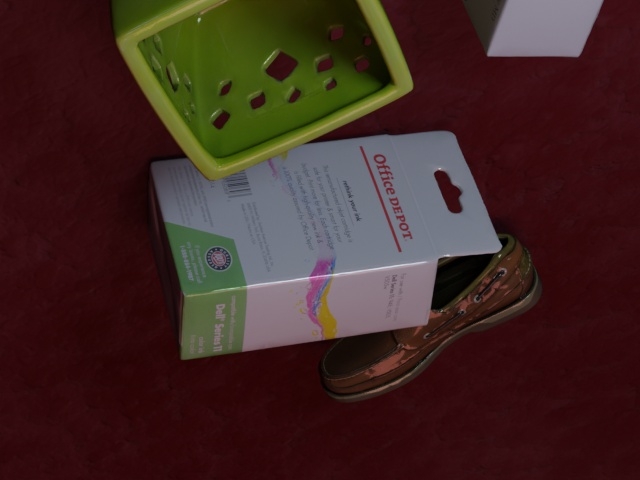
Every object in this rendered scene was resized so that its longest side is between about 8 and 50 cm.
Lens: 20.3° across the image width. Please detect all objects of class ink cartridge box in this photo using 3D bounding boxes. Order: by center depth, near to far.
[{"bbox_3d":[0.000,0.000,1.976,0.353,0.207,0.119,-7,138,-12],"label":"ink cartridge box"}]

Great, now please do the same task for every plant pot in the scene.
[{"bbox_3d":[-0.068,-0.230,1.683,0.228,0.207,0.227,-23,140,7],"label":"plant pot"}]

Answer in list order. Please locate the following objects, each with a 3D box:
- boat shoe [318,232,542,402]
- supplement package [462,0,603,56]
[{"bbox_3d":[0.120,0.085,2.215,0.307,0.110,0.104,-32,136,2],"label":"boat shoe"},{"bbox_3d":[0.196,-0.276,1.751,0.105,0.179,0.105,-1,137,-20],"label":"supplement package"}]
